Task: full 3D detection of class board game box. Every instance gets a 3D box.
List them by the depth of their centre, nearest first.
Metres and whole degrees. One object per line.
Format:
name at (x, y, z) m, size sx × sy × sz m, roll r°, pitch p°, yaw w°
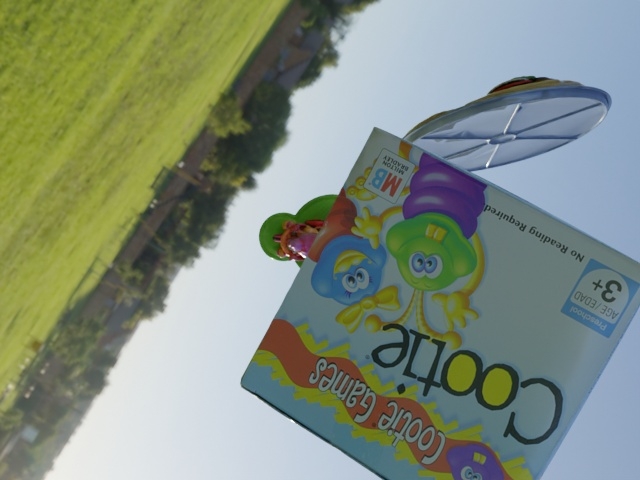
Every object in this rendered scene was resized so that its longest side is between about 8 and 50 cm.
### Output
board game box at (0.093, 0.043, 0.492) m, size 0.142 × 0.144 × 0.275 m, roll -62°, pitch 163°, yaw 8°

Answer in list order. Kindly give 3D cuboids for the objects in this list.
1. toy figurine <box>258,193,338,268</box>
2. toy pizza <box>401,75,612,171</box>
toy figurine at (0.000, 0.000, 1.132) m, size 0.159 × 0.173 × 0.130 m, roll -134°, pitch -132°, yaw -86°
toy pizza at (0.165, -0.108, 0.765) m, size 0.201 × 0.201 × 0.032 m, roll 144°, pitch -62°, yaw -64°
